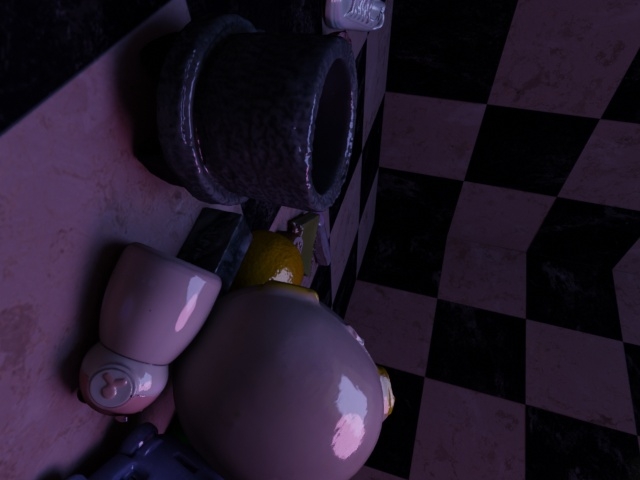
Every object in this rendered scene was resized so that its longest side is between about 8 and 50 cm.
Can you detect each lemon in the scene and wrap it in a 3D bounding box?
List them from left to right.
[{"bbox_3d":[-0.133,0.071,0.943,0.244,0.186,0.187,-41,142,-53],"label":"lemon"}]

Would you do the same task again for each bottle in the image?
[{"bbox_3d":[-0.253,0.134,0.597,0.147,0.147,0.237,57,55,-73],"label":"bottle"}]

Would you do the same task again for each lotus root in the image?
[{"bbox_3d":[-0.110,0.033,1.273,0.112,0.081,0.122,-5,107,-69],"label":"lotus root"}]

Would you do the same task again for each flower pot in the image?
[{"bbox_3d":[-0.101,-0.195,0.634,0.299,0.282,0.299,10,90,-74],"label":"flower pot"}]

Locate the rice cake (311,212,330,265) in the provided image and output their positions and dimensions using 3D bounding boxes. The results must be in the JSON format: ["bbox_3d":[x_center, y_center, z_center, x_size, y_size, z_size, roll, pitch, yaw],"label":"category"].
[{"bbox_3d":[0.000,0.000,1.733,0.399,0.064,0.070,78,21,-61],"label":"rice cake"}]

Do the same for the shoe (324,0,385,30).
[{"bbox_3d":[0.122,-0.744,1.349,0.363,0.160,0.132,-48,146,-67],"label":"shoe"}]

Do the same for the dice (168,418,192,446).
[{"bbox_3d":[-0.182,0.527,0.916,0.287,0.297,0.300,87,19,-60],"label":"dice"}]

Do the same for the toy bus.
[{"bbox_3d":[-0.286,0.451,0.621,0.232,0.197,0.294,-63,168,17],"label":"toy bus"}]

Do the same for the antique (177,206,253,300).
[{"bbox_3d":[-0.210,0.038,0.798,0.086,0.088,0.183,80,25,-57],"label":"antique"}]

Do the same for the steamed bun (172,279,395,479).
[{"bbox_3d":[-0.069,0.253,0.720,0.374,0.334,0.334,50,33,-14],"label":"steamed bun"}]

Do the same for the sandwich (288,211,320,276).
[{"bbox_3d":[-0.078,0.037,1.453,0.212,0.063,0.245,-35,136,-67],"label":"sandwich"}]

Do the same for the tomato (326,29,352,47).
[{"bbox_3d":[0.032,-0.544,1.315,0.225,0.085,0.225,15,90,-75],"label":"tomato"}]
